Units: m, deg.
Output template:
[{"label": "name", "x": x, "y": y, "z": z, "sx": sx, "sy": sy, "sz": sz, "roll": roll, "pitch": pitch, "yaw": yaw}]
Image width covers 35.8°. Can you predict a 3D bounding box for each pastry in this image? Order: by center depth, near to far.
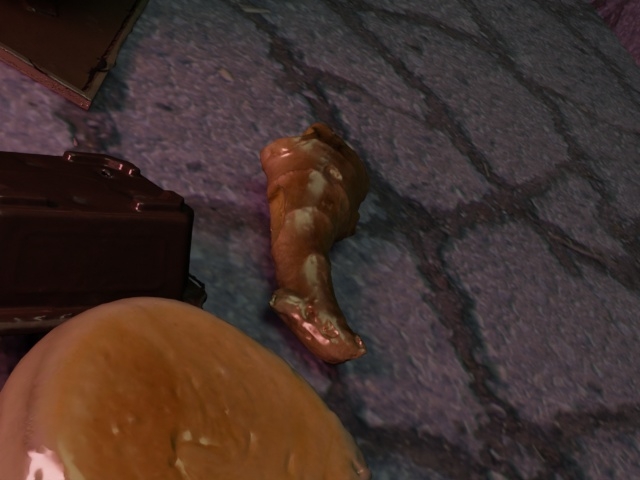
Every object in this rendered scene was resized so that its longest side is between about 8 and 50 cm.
[{"label": "pastry", "x": -0.093, "y": 0.161, "z": 0.619, "sx": 0.265, "sy": 0.133, "sz": 0.265, "roll": 27, "pitch": 34, "yaw": -21}]

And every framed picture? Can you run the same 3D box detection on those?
[{"label": "framed picture", "x": -0.296, "y": -0.259, "z": 1.043, "sx": 0.209, "sy": 0.019, "sz": 0.281, "roll": 31, "pitch": 32, "yaw": -15}]

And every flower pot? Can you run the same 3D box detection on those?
[{"label": "flower pot", "x": -0.198, "y": -0.012, "z": 0.710, "sx": 0.251, "sy": 0.084, "sz": 0.179, "roll": 0, "pitch": 24, "yaw": -47}]

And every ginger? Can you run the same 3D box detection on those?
[{"label": "ginger", "x": 0.000, "y": 0.000, "z": 0.985, "sx": 0.131, "sy": 0.086, "sz": 0.294, "roll": 30, "pitch": 40, "yaw": -34}]
